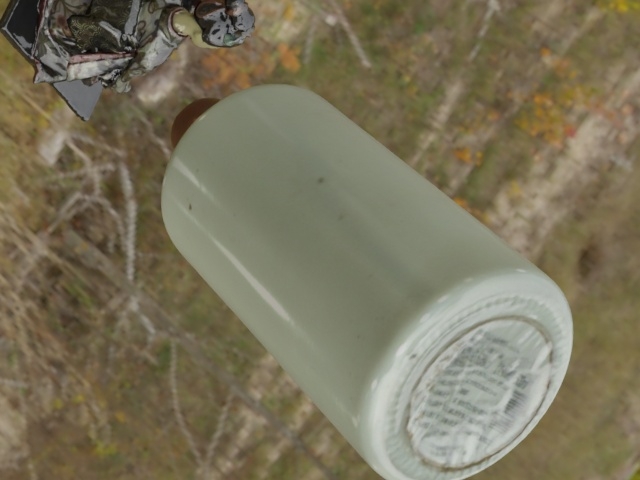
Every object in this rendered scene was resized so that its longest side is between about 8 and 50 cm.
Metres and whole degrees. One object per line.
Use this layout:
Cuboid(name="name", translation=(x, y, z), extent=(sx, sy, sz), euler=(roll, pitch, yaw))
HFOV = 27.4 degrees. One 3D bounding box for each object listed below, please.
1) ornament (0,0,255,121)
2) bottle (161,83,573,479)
Cuboid(name="ornament", translation=(-0.132, -0.181, 1.099), extent=(0.166, 0.196, 0.153), euler=(-69, 153, -18))
Cuboid(name="bottle", translation=(0.000, 0.000, 0.594), extent=(0.104, 0.245, 0.104), euler=(-18, 128, -25))
